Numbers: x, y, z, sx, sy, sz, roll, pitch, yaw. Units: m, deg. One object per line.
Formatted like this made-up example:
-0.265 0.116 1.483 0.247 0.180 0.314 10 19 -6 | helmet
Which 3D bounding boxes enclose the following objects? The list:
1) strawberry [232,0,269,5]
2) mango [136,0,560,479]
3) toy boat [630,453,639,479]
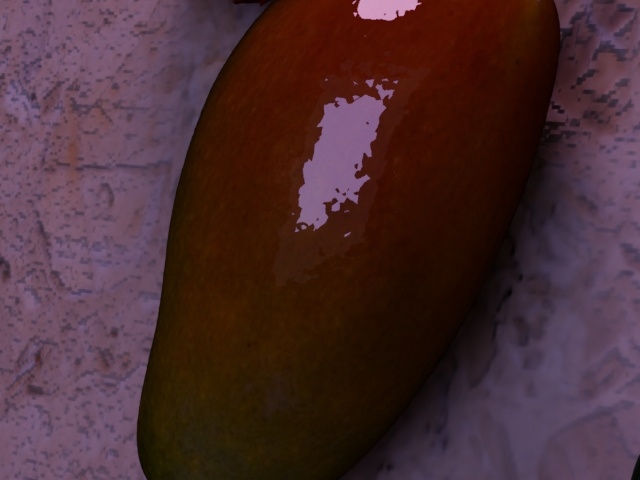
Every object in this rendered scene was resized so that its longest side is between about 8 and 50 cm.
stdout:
-0.008 -0.241 0.576 0.205 0.205 0.244 21 65 32 | strawberry
0.005 0.000 0.520 0.146 0.129 0.289 22 97 31 | mango
0.181 0.147 0.420 0.104 0.052 0.210 -39 60 18 | toy boat
